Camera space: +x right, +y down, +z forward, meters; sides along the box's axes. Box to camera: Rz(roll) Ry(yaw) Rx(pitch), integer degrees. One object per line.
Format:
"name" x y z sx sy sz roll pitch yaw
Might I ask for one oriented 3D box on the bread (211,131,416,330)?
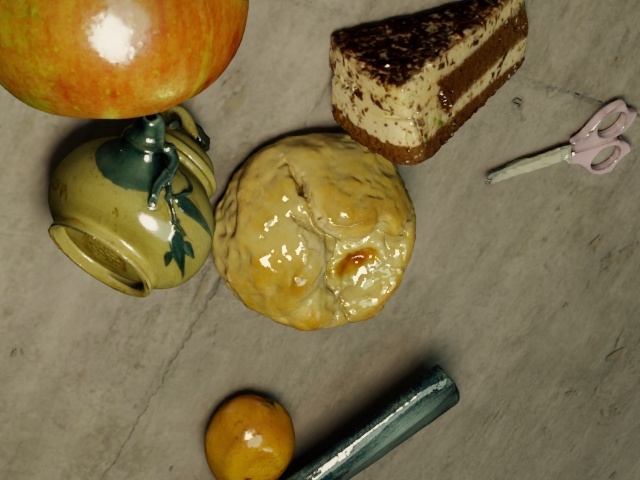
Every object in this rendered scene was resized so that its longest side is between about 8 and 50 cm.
"bread" 0.000 0.000 1.772 0.244 0.134 0.244 -19 133 -22

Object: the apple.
"apple" -0.184 -0.227 1.395 0.246 0.246 0.226 -12 117 -23

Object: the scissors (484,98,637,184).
"scissors" 0.285 -0.103 1.939 0.212 0.021 0.110 -18 136 -18

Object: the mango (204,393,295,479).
"mango" -0.081 0.251 1.962 0.115 0.089 0.165 -29 140 -9

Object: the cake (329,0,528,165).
"cake" 0.142 -0.172 1.715 0.246 0.135 0.112 -17 132 -19

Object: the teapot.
"teapot" -0.172 -0.043 1.630 0.183 0.173 0.269 -58 167 -21

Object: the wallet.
"wallet" 0.013 0.285 2.020 0.379 0.046 0.191 -35 169 -3
